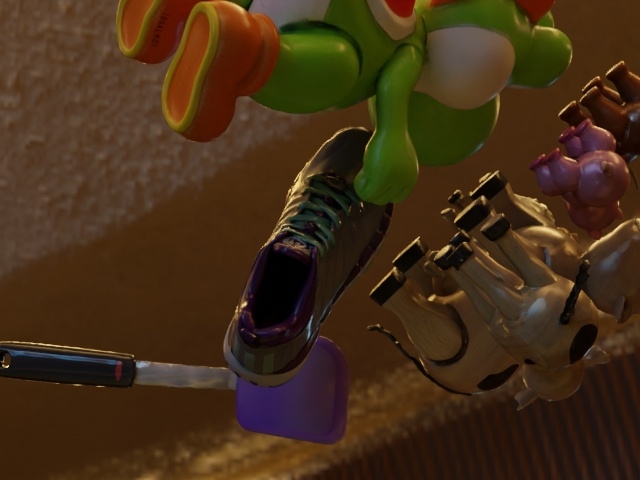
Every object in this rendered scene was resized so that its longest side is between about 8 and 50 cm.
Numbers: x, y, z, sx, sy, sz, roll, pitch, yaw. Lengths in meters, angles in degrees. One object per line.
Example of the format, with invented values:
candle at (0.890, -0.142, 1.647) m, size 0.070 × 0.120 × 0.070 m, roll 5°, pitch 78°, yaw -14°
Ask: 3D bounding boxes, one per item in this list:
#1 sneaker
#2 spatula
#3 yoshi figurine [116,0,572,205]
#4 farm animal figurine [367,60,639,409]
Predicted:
sneaker at (0.000, 0.000, 1.159) m, size 0.083 × 0.223 × 0.098 m, roll 22°, pitch -22°, yaw 6°
spatula at (-0.123, 0.106, 1.246) m, size 0.296 × 0.084 × 0.030 m, roll 5°, pitch -2°, yaw 5°
yoshi figurine at (0.027, -0.126, 1.226) m, size 0.362 × 0.203 × 0.203 m, roll -1°, pitch -2°, yaw -32°
farm animal figurine at (0.178, 0.032, 1.231) m, size 0.172 × 0.330 × 0.327 m, roll 47°, pitch -45°, yaw -3°
